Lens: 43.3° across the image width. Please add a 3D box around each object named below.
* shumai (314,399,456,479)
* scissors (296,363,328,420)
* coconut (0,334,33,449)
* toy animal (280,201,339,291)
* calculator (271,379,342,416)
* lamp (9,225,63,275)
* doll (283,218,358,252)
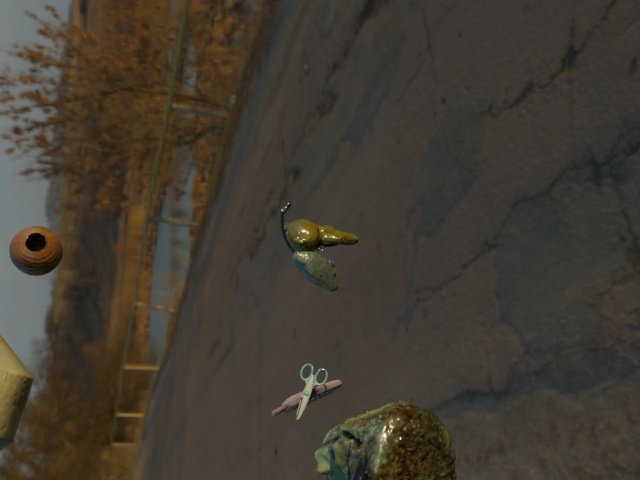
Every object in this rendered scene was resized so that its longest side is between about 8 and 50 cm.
[{"bbox_3d":[0.149,0.612,2.196,0.348,0.395,0.395,5,91,43],"label":"shumai"},{"bbox_3d":[-0.026,0.310,1.638,0.014,0.058,0.119,89,-161,-63],"label":"scissors"},{"bbox_3d":[-0.846,0.361,1.924,0.323,0.323,0.323,-176,90,-75],"label":"coconut"},{"bbox_3d":[-0.041,0.030,2.054,0.070,0.253,0.079,-30,10,46],"label":"toy animal"},{"bbox_3d":[-0.029,0.333,1.709,0.024,0.166,0.103,65,155,15],"label":"calculator"},{"bbox_3d":[-0.755,0.028,2.144,0.136,0.136,0.136,-176,90,-75],"label":"lamp"},{"bbox_3d":[0.000,0.000,2.169,0.137,0.209,0.097,36,115,57],"label":"doll"}]
